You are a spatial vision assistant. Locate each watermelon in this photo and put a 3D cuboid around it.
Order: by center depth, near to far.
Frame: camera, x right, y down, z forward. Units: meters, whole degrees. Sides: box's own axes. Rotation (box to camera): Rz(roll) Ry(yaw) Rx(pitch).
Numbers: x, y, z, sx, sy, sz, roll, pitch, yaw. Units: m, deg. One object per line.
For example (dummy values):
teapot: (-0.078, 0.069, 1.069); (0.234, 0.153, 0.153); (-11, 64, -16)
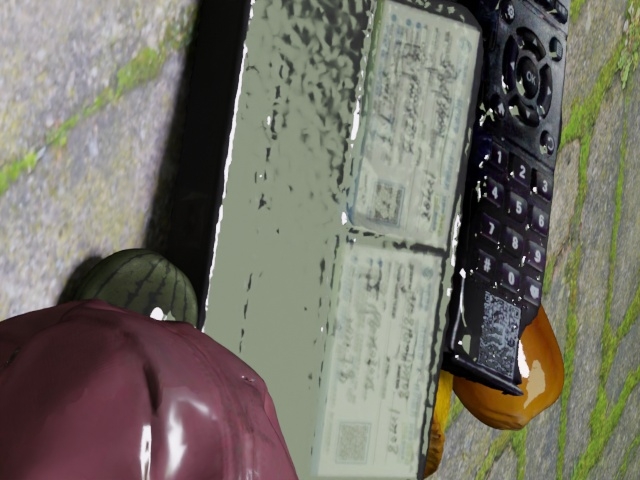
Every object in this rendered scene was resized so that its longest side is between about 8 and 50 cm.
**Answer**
watermelon: (-0.115, 0.059, 1.003); (0.078, 0.078, 0.111); (20, 86, -67)

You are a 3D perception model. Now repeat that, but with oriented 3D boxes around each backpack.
backpack: (-0.124, 0.187, 0.833); (0.197, 0.283, 0.317); (21, 75, -44)

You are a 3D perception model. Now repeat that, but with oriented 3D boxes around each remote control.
remote control: (0.132, -0.089, 1.259); (0.144, 0.062, 0.399); (28, 64, -52)

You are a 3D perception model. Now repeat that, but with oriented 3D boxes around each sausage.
sausage: (0.108, 0.021, 1.336); (0.105, 0.105, 0.274); (-17, 83, -64)

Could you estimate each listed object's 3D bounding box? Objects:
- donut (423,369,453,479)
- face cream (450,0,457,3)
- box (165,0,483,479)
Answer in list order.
donut: (0.033, 0.107, 1.282); (0.259, 0.152, 0.101); (77, 34, -49)
face cream: (0.026, -0.115, 1.229); (0.229, 0.075, 0.075); (-58, 152, -38)
box: (0.000, 0.000, 1.106); (0.211, 0.058, 0.350); (10, 86, -39)
